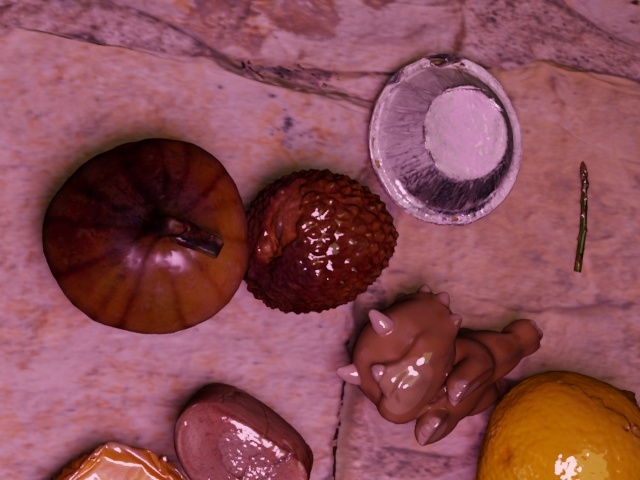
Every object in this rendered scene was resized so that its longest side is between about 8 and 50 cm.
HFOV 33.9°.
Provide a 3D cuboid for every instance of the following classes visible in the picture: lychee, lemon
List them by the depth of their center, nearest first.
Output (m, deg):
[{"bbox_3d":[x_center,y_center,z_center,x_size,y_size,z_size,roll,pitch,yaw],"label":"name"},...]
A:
[{"bbox_3d":[0.000,0.000,1.285,0.188,0.188,0.188,2,85,-20],"label":"lychee"},{"bbox_3d":[0.312,0.296,1.342,0.228,0.228,0.253,18,87,-18],"label":"lemon"}]

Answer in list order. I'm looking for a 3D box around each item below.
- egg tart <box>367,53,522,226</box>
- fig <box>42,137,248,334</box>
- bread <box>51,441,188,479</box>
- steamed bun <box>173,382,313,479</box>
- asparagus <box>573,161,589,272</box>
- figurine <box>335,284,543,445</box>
[{"bbox_3d":[0.177,-0.135,1.403,0.234,0.094,0.234,1,87,-21],"label":"egg tart"},{"bbox_3d":[-0.195,-0.009,1.199,0.235,0.214,0.235,-3,75,11],"label":"fig"},{"bbox_3d":[-0.240,0.332,1.204,0.199,0.104,0.199,3,80,-19],"label":"bread"},{"bbox_3d":[-0.092,0.248,1.244,0.175,0.145,0.106,33,94,-3],"label":"steamed bun"},{"bbox_3d":[0.377,-0.035,1.508,0.016,0.016,0.162,5,84,-1],"label":"asparagus"},{"bbox_3d":[0.138,0.145,1.331,0.247,0.177,0.173,-25,57,-41],"label":"figurine"}]
